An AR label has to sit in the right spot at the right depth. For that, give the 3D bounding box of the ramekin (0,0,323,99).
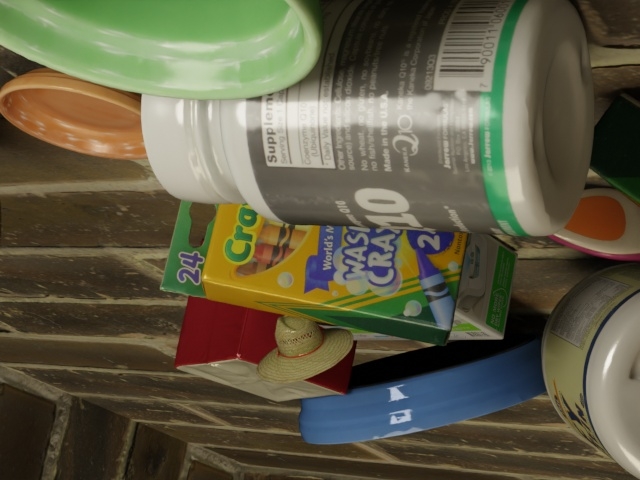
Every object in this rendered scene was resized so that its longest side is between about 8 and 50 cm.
[{"bbox_3d":[-0.133,-0.235,1.111,0.303,0.148,0.303,10,163,3],"label":"ramekin"}]

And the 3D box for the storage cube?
[{"bbox_3d":[-0.070,0.106,2.082,0.215,0.193,0.183,21,161,-31],"label":"storage cube"}]

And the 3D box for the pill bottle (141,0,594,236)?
[{"bbox_3d":[0.040,-0.112,1.296,0.361,0.204,0.204,4,161,26],"label":"pill bottle"}]

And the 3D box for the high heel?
[{"bbox_3d":[0.363,-0.001,1.658,0.244,0.082,0.117,-1,158,5],"label":"high heel"}]

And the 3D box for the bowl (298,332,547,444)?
[{"bbox_3d":[0.153,0.213,2.194,0.391,0.077,0.391,-13,-179,0],"label":"bowl"}]

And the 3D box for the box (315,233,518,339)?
[{"bbox_3d":[0.074,0.040,1.887,0.262,0.127,0.231,-4,156,42],"label":"box"}]

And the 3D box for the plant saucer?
[{"bbox_3d":[-0.263,-0.145,1.672,0.200,0.037,0.200,10,163,3],"label":"plant saucer"}]

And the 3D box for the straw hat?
[{"bbox_3d":[-0.029,0.122,1.901,0.144,0.144,0.061,-4,116,42],"label":"straw hat"}]

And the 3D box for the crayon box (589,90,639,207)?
[{"bbox_3d":[0.396,-0.001,1.334,0.202,0.081,0.318,31,-172,-39],"label":"crayon box"}]

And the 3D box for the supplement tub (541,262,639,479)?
[{"bbox_3d":[0.392,0.149,1.741,0.235,0.235,0.325,13,-178,-5],"label":"supplement tub"}]

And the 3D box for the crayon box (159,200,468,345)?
[{"bbox_3d":[-0.001,-0.018,1.619,0.322,0.203,0.083,11,163,3],"label":"crayon box"}]
